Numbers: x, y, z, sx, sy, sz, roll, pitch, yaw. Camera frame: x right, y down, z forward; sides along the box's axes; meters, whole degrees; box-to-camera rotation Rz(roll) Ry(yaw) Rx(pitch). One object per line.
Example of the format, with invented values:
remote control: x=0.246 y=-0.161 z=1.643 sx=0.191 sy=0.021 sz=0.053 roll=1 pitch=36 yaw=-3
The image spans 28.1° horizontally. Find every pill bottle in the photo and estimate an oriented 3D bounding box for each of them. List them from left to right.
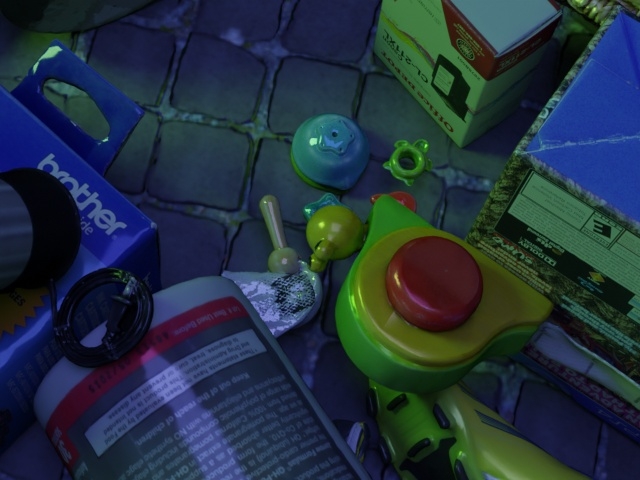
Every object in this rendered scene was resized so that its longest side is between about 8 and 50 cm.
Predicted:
pill bottle: x=-0.049 y=0.197 z=0.895 sx=0.176 sy=0.176 sz=0.318 roll=-31 pitch=74 yaw=-16

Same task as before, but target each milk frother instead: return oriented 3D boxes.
milk frother: x=-0.194 y=0.020 z=0.803 sx=0.143 sy=0.135 sz=0.129 roll=4 pitch=96 yaw=19

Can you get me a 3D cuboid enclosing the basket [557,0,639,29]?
basket: x=0.339 y=-0.156 z=1.057 sx=0.299 sy=0.213 sz=0.223 roll=36 pitch=72 yaw=8

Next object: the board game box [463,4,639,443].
board game box: x=0.237 y=0.010 z=0.936 sx=0.232 sy=0.291 sz=0.141 roll=34 pitch=68 yaw=7

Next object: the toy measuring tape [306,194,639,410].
toy measuring tape: x=0.119 y=0.087 z=0.912 sx=0.330 sy=0.121 sz=0.121 roll=36 pitch=69 yaw=6

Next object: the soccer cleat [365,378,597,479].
soccer cleat: x=0.148 y=0.188 z=0.982 sx=0.121 sy=0.093 sz=0.289 roll=-23 pitch=65 yaw=-46

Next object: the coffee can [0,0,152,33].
coffee can: x=-0.236 y=-0.344 z=1.077 sx=0.201 sy=0.201 sz=0.275 roll=-26 pitch=73 yaw=-15

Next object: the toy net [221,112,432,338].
toy net: x=0.000 y=0.000 z=1.052 sx=0.122 sy=0.045 sz=0.232 roll=26 pitch=70 yaw=3

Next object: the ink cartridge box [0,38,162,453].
ink cartridge box: x=-0.304 y=0.020 z=0.957 sx=0.270 sy=0.151 sz=0.395 roll=40 pitch=68 yaw=10

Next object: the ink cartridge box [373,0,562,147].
ink cartridge box: x=0.116 y=-0.172 z=1.060 sx=0.072 sy=0.175 sz=0.127 roll=-37 pitch=76 yaw=-15

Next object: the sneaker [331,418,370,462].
sneaker: x=0.012 y=0.178 z=0.992 sx=0.035 sy=0.031 sz=0.083 roll=13 pitch=73 yaw=30
